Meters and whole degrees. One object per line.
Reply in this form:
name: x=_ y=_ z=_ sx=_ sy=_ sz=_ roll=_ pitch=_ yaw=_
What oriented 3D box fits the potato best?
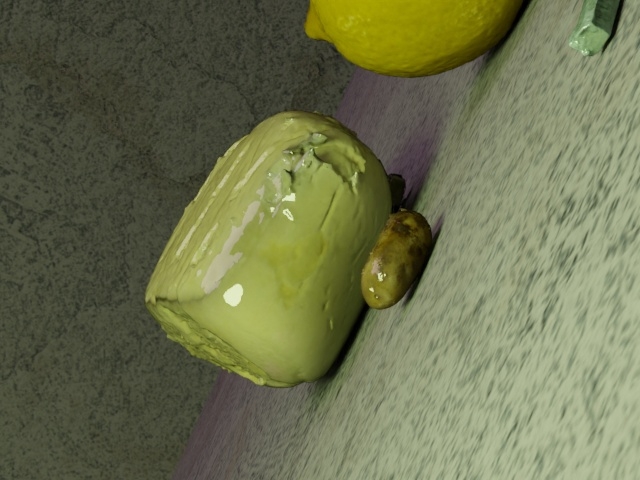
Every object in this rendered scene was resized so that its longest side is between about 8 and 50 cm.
potato: x=0.056 y=0.014 z=1.253 sx=0.051 sy=0.040 sz=0.083 roll=98 pitch=-166 yaw=-58

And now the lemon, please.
lemon: x=0.085 y=-0.228 z=1.401 sx=0.244 sy=0.187 sz=0.187 roll=-24 pitch=27 yaw=31

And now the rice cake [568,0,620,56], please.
rice cake: x=0.164 y=-0.149 z=0.993 sx=0.022 sy=0.021 sz=0.121 roll=-47 pitch=15 yaw=43

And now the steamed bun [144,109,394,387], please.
steamed bun: x=-0.028 y=0.011 z=1.505 sx=0.232 sy=0.166 sz=0.273 roll=-59 pitch=15 yaw=-14

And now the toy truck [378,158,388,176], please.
toy truck: x=0.000 y=0.000 z=1.744 sx=0.192 sy=0.092 sz=0.083 roll=-54 pitch=8 yaw=22

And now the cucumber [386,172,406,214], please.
cucumber: x=0.043 y=-0.007 z=1.600 sx=0.034 sy=0.033 sz=0.135 roll=-37 pitch=-17 yaw=-49
